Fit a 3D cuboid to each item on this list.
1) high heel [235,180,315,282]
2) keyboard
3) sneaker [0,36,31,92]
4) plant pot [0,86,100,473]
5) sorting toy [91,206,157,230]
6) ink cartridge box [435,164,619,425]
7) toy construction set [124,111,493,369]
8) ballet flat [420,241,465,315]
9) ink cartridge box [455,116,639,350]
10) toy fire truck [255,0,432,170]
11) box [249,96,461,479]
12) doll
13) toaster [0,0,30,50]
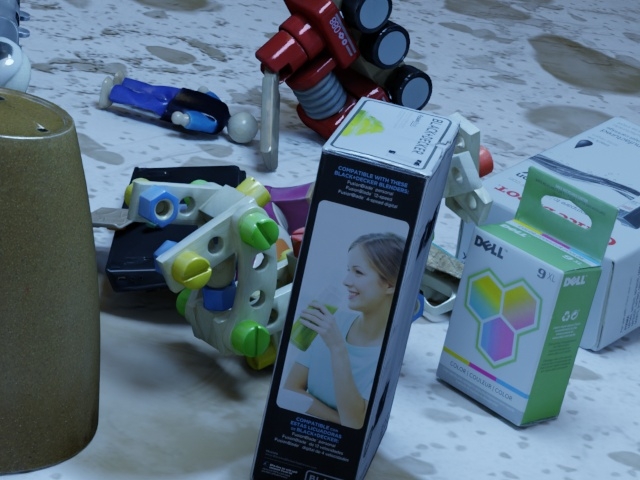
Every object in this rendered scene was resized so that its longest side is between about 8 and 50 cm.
[{"bbox_3d":[-0.074,0.011,1.939,0.117,0.082,0.244,-14,28,21],"label":"high heel"},{"bbox_3d":[-0.176,-0.014,1.923,0.201,0.033,0.317,-1,19,1],"label":"keyboard"},{"bbox_3d":[-0.293,-0.054,1.664,0.118,0.292,0.110,15,41,-20],"label":"sneaker"},{"bbox_3d":[-0.270,0.015,1.527,0.237,0.254,0.237,12,20,-4],"label":"plant pot"},{"bbox_3d":[-0.191,-0.018,1.873,0.083,0.012,0.062,5,16,28],"label":"sorting toy"},{"bbox_3d":[0.185,0.049,1.759,0.062,0.209,0.109,-6,27,-45],"label":"ink cartridge box"},{"bbox_3d":[0.000,0.000,1.731,0.327,0.215,0.151,-18,25,-13],"label":"toy construction set"},{"bbox_3d":[0.146,0.061,1.937,0.206,0.073,0.067,24,51,34],"label":"ballet flat"},{"bbox_3d":[0.302,-0.013,2.054,0.197,0.114,0.273,28,38,34],"label":"ink cartridge box"},{"bbox_3d":[-0.001,-0.176,2.327,0.246,0.217,0.158,-42,44,-13],"label":"toy fire truck"},{"bbox_3d":[0.029,0.046,1.569,0.087,0.290,0.169,16,22,7],"label":"box"},{"bbox_3d":[-0.163,-0.160,2.328,0.189,0.046,0.129,17,22,12],"label":"doll"},{"bbox_3d":[-0.439,-0.246,2.300,0.185,0.110,0.168,8,20,-11],"label":"toaster"}]
